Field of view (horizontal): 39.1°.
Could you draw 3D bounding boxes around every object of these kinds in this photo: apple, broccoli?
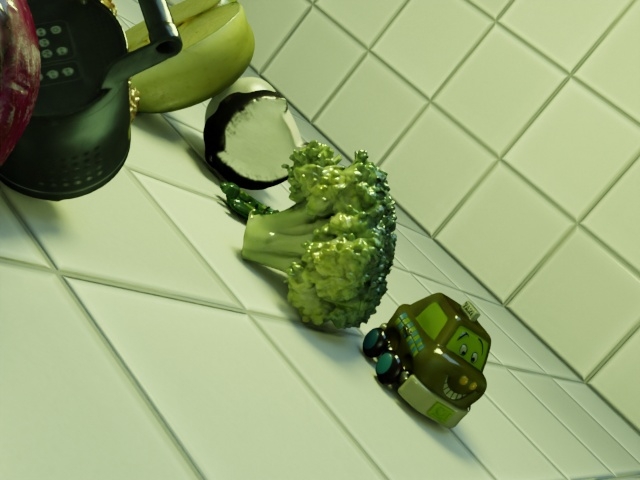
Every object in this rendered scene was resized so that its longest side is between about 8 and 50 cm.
[{"bbox_3d":[-0.334,-0.434,2.020,0.311,0.360,0.320,63,1,15],"label":"apple"},{"bbox_3d":[-0.002,0.011,1.679,0.281,0.347,0.293,9,-29,-1],"label":"broccoli"}]

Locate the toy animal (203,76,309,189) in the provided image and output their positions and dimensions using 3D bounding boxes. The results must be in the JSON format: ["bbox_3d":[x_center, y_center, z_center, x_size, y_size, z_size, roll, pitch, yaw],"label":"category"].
[{"bbox_3d":[-0.168,-0.252,2.105,0.251,0.251,0.310,35,1,-20],"label":"toy animal"}]

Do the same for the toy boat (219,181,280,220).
[{"bbox_3d":[-0.128,-0.059,1.914,0.210,0.052,0.104,30,13,-34],"label":"toy boat"}]

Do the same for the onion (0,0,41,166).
[{"bbox_3d":[-0.401,-0.136,0.963,0.159,0.267,0.348,-14,95,-72],"label":"onion"}]

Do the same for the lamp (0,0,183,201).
[{"bbox_3d":[-0.341,-0.187,1.183,0.272,0.374,0.205,67,1,-69],"label":"lamp"}]

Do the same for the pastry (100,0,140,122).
[{"bbox_3d":[-0.397,-0.308,1.513,0.255,0.162,0.310,59,15,-54],"label":"pastry"}]

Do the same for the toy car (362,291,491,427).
[{"bbox_3d":[0.218,0.198,1.654,0.204,0.198,0.248,34,14,-27],"label":"toy car"}]
